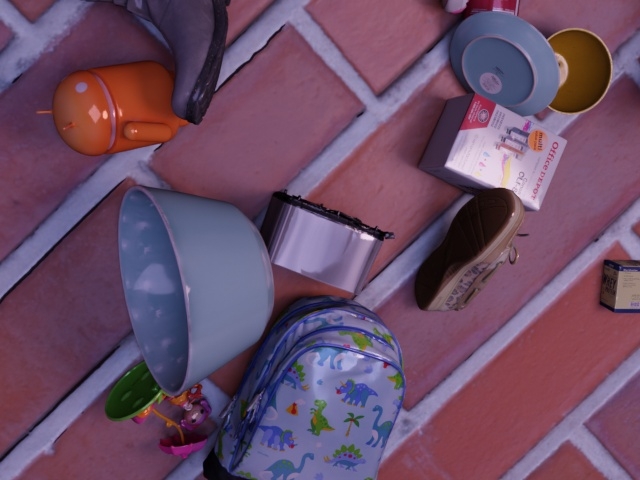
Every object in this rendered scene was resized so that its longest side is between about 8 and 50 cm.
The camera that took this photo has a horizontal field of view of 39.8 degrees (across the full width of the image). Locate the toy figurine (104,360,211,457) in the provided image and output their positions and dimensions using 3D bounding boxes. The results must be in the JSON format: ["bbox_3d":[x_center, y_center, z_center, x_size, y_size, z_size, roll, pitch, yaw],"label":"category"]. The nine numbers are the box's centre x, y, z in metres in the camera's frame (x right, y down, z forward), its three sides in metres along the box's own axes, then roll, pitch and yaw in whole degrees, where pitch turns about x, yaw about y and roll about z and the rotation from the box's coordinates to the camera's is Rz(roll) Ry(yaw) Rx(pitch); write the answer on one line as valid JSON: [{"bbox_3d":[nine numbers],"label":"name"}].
[{"bbox_3d":[-0.236,0.273,1.441,0.173,0.130,0.159,-48,120,-23],"label":"toy figurine"}]

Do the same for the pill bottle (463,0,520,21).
[{"bbox_3d":[0.274,-0.399,1.389,0.086,0.086,0.152,4,100,-10],"label":"pill bottle"}]

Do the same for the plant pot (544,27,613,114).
[{"bbox_3d":[0.388,-0.273,1.428,0.134,0.095,0.134,-2,102,-8],"label":"plant pot"}]

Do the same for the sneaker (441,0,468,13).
[{"bbox_3d":[0.163,-0.469,1.357,0.111,0.103,0.252,-16,97,-2],"label":"sneaker"}]

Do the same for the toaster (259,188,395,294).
[{"bbox_3d":[0.000,0.000,1.372,0.168,0.185,0.110,20,93,-13],"label":"toaster"}]

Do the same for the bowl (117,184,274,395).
[{"bbox_3d":[-0.179,0.061,1.321,0.163,0.311,0.312,-11,103,-28],"label":"bowl"}]

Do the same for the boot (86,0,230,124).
[{"bbox_3d":[-0.242,-0.328,1.262,0.222,0.118,0.338,10,63,-11],"label":"boot"}]

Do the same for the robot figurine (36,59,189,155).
[{"bbox_3d":[-0.292,-0.193,1.288,0.219,0.128,0.158,-18,77,-37],"label":"robot figurine"}]

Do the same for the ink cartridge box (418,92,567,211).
[{"bbox_3d":[0.274,-0.137,1.413,0.176,0.127,0.128,24,88,-14],"label":"ink cartridge box"}]

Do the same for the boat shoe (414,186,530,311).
[{"bbox_3d":[0.250,0.019,1.412,0.089,0.105,0.285,11,143,-21],"label":"boat shoe"}]

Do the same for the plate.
[{"bbox_3d":[0.280,-0.267,1.373,0.188,0.188,0.024,51,56,-14],"label":"plate"}]

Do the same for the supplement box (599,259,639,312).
[{"bbox_3d":[0.542,0.080,1.543,0.083,0.056,0.083,1,101,-10],"label":"supplement box"}]

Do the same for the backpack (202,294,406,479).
[{"bbox_3d":[-0.001,0.266,1.410,0.290,0.273,0.356,22,84,-6],"label":"backpack"}]
